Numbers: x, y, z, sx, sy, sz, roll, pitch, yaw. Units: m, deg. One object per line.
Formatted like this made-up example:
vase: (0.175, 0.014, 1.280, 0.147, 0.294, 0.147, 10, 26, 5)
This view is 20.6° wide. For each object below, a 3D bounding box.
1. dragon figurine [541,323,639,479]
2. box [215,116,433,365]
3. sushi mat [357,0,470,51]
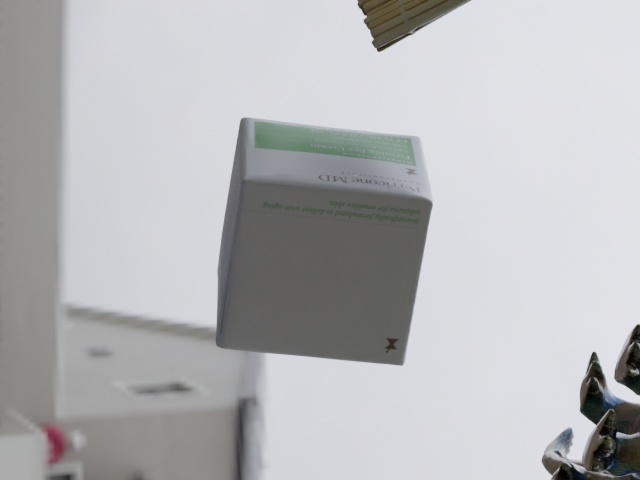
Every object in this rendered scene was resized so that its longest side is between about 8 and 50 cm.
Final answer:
dragon figurine: (0.191, 0.113, 0.850, 0.289, 0.144, 0.085, 112, 0, -69)
box: (0.000, 0.000, 0.924, 0.087, 0.101, 0.102, -94, -168, -62)
sushi mat: (0.147, -0.229, 0.969, 0.316, 0.019, 0.151, -28, -128, 14)
